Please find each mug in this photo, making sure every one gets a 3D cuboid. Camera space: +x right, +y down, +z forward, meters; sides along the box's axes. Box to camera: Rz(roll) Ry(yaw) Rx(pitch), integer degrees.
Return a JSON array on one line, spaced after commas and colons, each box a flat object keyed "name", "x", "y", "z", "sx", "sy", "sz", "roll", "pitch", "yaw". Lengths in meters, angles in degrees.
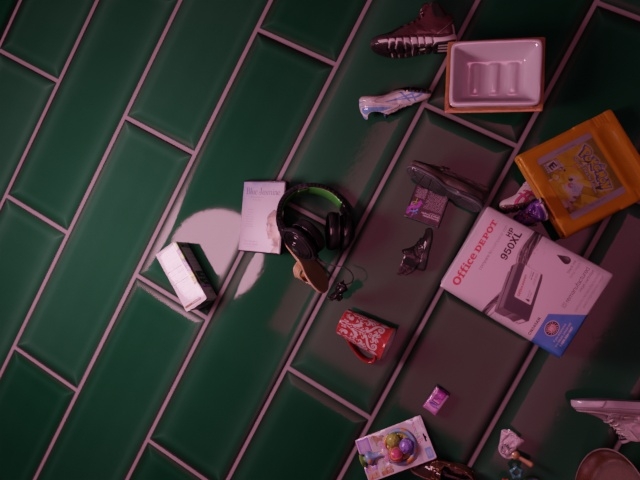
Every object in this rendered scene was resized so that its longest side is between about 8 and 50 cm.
[{"name": "mug", "x": 0.138, "y": 0.315, "z": 1.791, "sx": 0.169, "sy": 0.113, "sz": 0.150, "roll": 25, "pitch": 92, "yaw": 17}]

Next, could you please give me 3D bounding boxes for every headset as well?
[{"name": "headset", "x": 0.000, "y": 0.000, "z": 1.811, "sx": 0.243, "sy": 0.185, "sz": 0.394, "roll": -16, "pitch": 65, "yaw": -16}]

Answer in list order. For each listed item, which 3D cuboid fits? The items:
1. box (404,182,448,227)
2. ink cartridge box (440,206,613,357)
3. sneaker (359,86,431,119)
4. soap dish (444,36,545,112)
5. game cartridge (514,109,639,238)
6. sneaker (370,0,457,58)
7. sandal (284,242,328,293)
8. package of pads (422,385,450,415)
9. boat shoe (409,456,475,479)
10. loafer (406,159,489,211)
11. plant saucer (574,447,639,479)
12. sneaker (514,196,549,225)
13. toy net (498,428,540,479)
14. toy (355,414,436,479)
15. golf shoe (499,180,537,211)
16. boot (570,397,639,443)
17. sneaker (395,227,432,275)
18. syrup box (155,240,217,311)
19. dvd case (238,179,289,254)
[{"name": "box", "x": 0.355, "y": -0.135, "z": 1.798, "sx": 0.116, "sy": 0.029, "sz": 0.162, "roll": 21, "pitch": 91, "yaw": 13}, {"name": "ink cartridge box", "x": 0.598, "y": 0.118, "z": 1.656, "sx": 0.395, "sy": 0.166, "sz": 0.285, "roll": 31, "pitch": 94, "yaw": 14}, {"name": "sneaker", "x": 0.247, "y": -0.453, "z": 1.821, "sx": 0.237, "sy": 0.085, "sz": 0.086, "roll": -9, "pitch": 111, "yaw": 10}, {"name": "soap dish", "x": 0.540, "y": -0.506, "z": 1.724, "sx": 0.291, "sy": 0.118, "sz": 0.229, "roll": 2, "pitch": 88, "yaw": 14}, {"name": "game cartridge", "x": 0.793, "y": -0.200, "z": 1.650, "sx": 0.323, "sy": 0.053, "sz": 0.285, "roll": -28, "pitch": 82, "yaw": -1}, {"name": "sneaker", "x": 0.303, "y": -0.695, "z": 1.811, "sx": 0.281, "sy": 0.106, "sz": 0.162, "roll": 0, "pitch": 81, "yaw": 5}, {"name": "sandal", "x": -0.060, "y": 0.093, "z": 1.879, "sx": 0.079, "sy": 0.088, "sz": 0.240, "roll": -47, "pitch": 68, "yaw": 40}, {"name": "package of pads", "x": 0.369, "y": 0.511, "z": 1.763, "sx": 0.050, "sy": 0.032, "sz": 0.083, "roll": 35, "pitch": 96, "yaw": 10}, {"name": "boat shoe", "x": 0.378, "y": 0.723, "z": 1.731, "sx": 0.207, "sy": 0.073, "sz": 0.073, "roll": 2, "pitch": 89, "yaw": 15}, {"name": "loafer", "x": 0.402, "y": -0.186, "z": 1.740, "sx": 0.267, "sy": 0.096, "sz": 0.084, "roll": 31, "pitch": 74, "yaw": 5}, {"name": "plant saucer", "x": 0.815, "y": 0.738, "z": 1.522, "sx": 0.050, "sy": 0.310, "sz": 0.310, "roll": 8, "pitch": 89, "yaw": -10}, {"name": "sneaker", "x": 0.628, "y": -0.075, "z": 1.653, "sx": 0.071, "sy": 0.170, "sz": 0.068, "roll": -15, "pitch": 73, "yaw": -3}, {"name": "toy net", "x": 0.593, "y": 0.693, "z": 1.696, "sx": 0.122, "sy": 0.045, "sz": 0.232, "roll": -23, "pitch": 81, "yaw": 14}, {"name": "toy", "x": 0.231, "y": 0.665, "z": 1.762, "sx": 0.237, "sy": 0.056, "sz": 0.137, "roll": -28, "pitch": 64, "yaw": 16}, {"name": "golf shoe", "x": 0.639, "y": -0.143, "z": 1.713, "sx": 0.186, "sy": 0.067, "sz": 0.086, "roll": -18, "pitch": 77, "yaw": 2}, {"name": "boot", "x": 0.868, "y": 0.526, "z": 1.606, "sx": 0.258, "sy": 0.095, "sz": 0.123, "roll": 0, "pitch": 81, "yaw": 13}, {"name": "sneaker", "x": 0.304, "y": 0.036, "z": 1.791, "sx": 0.089, "sy": 0.051, "sz": 0.170, "roll": 11, "pitch": 94, "yaw": 9}, {"name": "syrup box", "x": -0.473, "y": 0.127, "z": 1.956, "sx": 0.096, "sy": 0.093, "sz": 0.237, "roll": -34, "pitch": 80, "yaw": 10}, {"name": "dvd case", "x": -0.198, "y": -0.082, "z": 1.911, "sx": 0.180, "sy": 0.022, "sz": 0.253, "roll": 4, "pitch": 88, "yaw": 30}]
